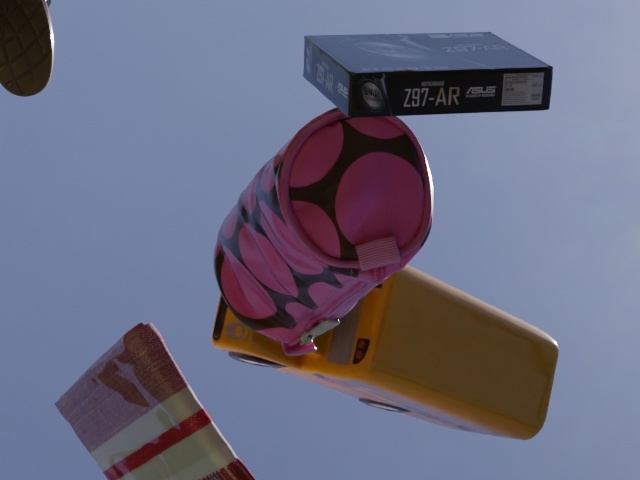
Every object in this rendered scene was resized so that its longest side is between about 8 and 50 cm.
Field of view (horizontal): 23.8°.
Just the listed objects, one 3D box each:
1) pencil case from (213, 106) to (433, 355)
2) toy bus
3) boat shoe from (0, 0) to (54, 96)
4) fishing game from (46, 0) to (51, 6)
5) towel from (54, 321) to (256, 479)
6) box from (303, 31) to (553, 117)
[{"bbox_3d":[0.000,0.000,0.854,0.095,0.209,0.098,-3,-104,-12],"label":"pencil case"},{"bbox_3d":[0.061,0.084,1.292,0.130,0.333,0.108,6,-103,41],"label":"toy bus"},{"bbox_3d":[-0.260,-0.211,1.274,0.064,0.178,0.060,-13,-166,9],"label":"boat shoe"},{"bbox_3d":[-0.366,-0.270,1.559,0.264,0.189,0.041,-51,-154,27],"label":"fishing game"},{"bbox_3d":[-0.090,0.232,1.271,0.037,0.329,0.237,-35,178,-30],"label":"towel"},{"bbox_3d":[0.041,-0.067,0.606,0.083,0.018,0.067,-3,-159,-15],"label":"box"}]
